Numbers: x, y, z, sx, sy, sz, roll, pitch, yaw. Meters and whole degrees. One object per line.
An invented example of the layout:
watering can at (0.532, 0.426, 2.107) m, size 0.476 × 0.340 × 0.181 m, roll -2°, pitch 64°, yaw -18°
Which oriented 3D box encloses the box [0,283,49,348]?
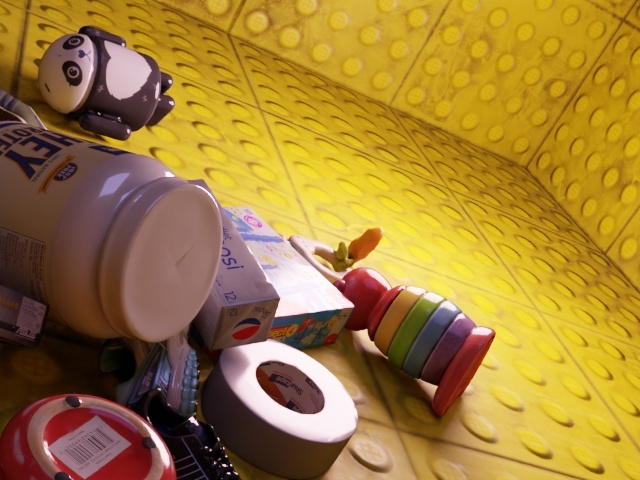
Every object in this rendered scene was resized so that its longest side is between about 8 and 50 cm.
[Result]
box at (-0.437, 0.058, 0.999) m, size 0.183 × 0.056 × 0.231 m, roll 6°, pitch -16°, yaw 21°

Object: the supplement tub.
supplement tub at (-0.313, -0.011, 1.181) m, size 0.324 × 0.235 × 0.235 m, roll 16°, pitch 14°, yaw 26°

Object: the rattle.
rattle at (0.000, 0.000, 1.823) m, size 0.199 × 0.143 × 0.130 m, roll 33°, pitch 39°, yaw -9°

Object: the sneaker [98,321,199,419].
sneaker at (-0.236, 0.130, 1.248) m, size 0.122 × 0.110 × 0.283 m, roll 3°, pitch 34°, yaw -17°

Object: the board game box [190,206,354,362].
board game box at (-0.145, 0.061, 1.559) m, size 0.308 × 0.086 × 0.302 m, roll 42°, pitch 24°, yaw 28°

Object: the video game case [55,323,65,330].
video game case at (-0.305, 0.082, 1.292) m, size 0.087 × 0.122 × 0.011 m, roll -97°, pitch 168°, yaw -64°

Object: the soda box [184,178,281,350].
soda box at (-0.169, 0.029, 1.366) m, size 0.098 × 0.091 × 0.286 m, roll -7°, pitch 43°, yaw -32°

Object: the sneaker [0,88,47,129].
sneaker at (-0.579, -0.237, 1.700) m, size 0.192 × 0.064 × 0.086 m, roll 39°, pitch 15°, yaw 21°

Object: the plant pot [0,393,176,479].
plant pot at (-0.237, 0.259, 0.878) m, size 0.191 × 0.174 × 0.191 m, roll 25°, pitch 25°, yaw -12°

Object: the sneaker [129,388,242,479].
sneaker at (-0.142, 0.271, 1.092) m, size 0.232 × 0.090 × 0.081 m, roll 35°, pitch 22°, yaw 12°

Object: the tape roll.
tape roll at (-0.058, 0.234, 1.310) m, size 0.219 × 0.072 × 0.219 m, roll 26°, pitch 21°, yaw -11°

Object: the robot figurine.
robot figurine at (-0.440, -0.324, 1.908) m, size 0.278 × 0.174 × 0.209 m, roll 13°, pitch 20°, yaw -38°

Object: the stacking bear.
stacking bear at (0.151, 0.153, 1.660) m, size 0.289 × 0.164 × 0.175 m, roll 32°, pitch 21°, yaw 17°
